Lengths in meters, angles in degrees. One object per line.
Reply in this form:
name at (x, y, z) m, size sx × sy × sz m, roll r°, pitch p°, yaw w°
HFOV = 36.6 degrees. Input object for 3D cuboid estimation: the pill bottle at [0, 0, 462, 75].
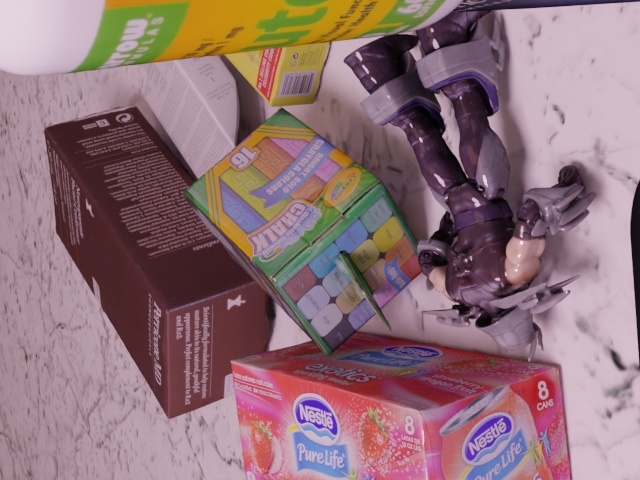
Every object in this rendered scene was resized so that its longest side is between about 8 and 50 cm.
pill bottle at (-0.065, -0.132, 0.345) m, size 0.136 × 0.246 × 0.136 m, roll 29°, pitch 126°, yaw 51°

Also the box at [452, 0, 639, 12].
box at (0.207, -0.206, 0.405) m, size 0.296 × 0.294 × 0.182 m, roll 2°, pitch 101°, yaw 57°

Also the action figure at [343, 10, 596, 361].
action figure at (0.123, -0.041, 0.766) m, size 0.185 × 0.099 × 0.285 m, roll -22°, pitch 85°, yaw 49°

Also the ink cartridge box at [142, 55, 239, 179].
ink cartridge box at (-0.118, -0.120, 1.122) m, size 0.224 × 0.056 × 0.181 m, roll 54°, pitch 159°, yaw 1°

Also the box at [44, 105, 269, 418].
box at (-0.214, 0.016, 1.225) m, size 0.381 × 0.143 × 0.191 m, roll 47°, pitch 144°, yaw 37°

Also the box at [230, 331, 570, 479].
box at (0.061, 0.176, 0.867) m, size 0.300 × 0.154 × 0.142 m, roll 3°, pitch 101°, yaw 57°

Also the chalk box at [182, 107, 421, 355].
chalk box at (0.000, 0.000, 0.881) m, size 0.213 × 0.132 × 0.132 m, roll 41°, pitch 169°, yaw 42°

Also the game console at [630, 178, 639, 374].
game console at (0.272, 0.140, 0.505) m, size 0.342 × 0.060 × 0.386 m, roll -143°, pitch 46°, yaw -80°

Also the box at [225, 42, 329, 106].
box at (-0.077, -0.239, 1.035) m, size 0.232 × 0.058 × 0.087 m, roll 51°, pitch 137°, yaw 36°
